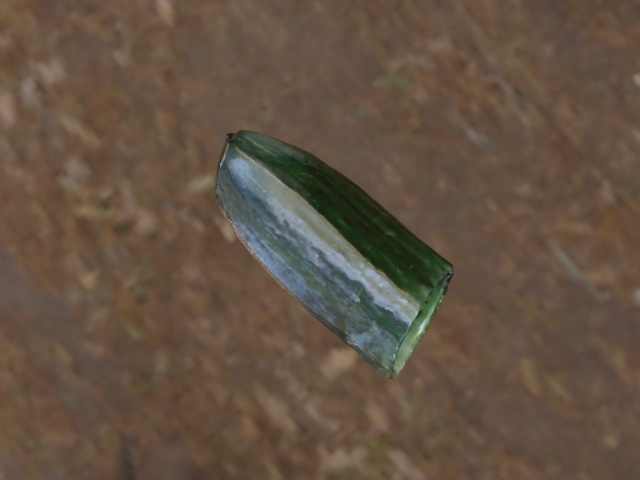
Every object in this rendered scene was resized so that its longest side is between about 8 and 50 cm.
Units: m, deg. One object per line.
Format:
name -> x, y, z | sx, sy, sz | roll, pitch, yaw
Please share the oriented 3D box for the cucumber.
cucumber -> 0.000, 0.000, 0.724 | 0.105, 0.048, 0.048 | 40, 151, 6
